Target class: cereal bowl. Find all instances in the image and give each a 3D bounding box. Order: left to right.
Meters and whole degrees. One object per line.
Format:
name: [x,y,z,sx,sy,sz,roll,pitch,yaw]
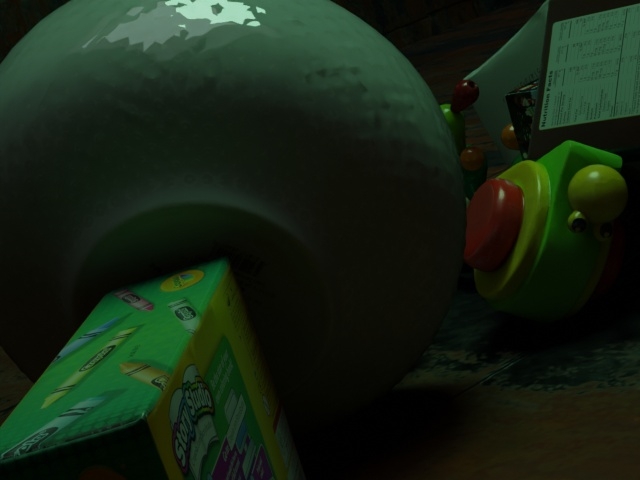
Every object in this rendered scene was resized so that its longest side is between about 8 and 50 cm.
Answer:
cereal bowl: [-0.072,0.009,0.931,0.339,0.339,0.141,-16,31,11]

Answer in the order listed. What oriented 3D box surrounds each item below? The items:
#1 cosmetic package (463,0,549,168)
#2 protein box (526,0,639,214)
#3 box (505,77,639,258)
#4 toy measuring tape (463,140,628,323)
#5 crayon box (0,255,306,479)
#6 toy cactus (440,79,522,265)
cosmetic package: [0.369,-0.197,1.477,0.385,0.156,0.217,-24,-7,-26]
protein box: [0.300,-0.102,1.096,0.199,0.136,0.201,20,-16,-38]
box: [0.261,-0.084,1.227,0.233,0.159,0.044,-27,16,-39]
toy measuring tape: [0.142,0.018,1.129,0.121,0.121,0.330,-23,-6,-23]
crayon box: [-0.073,0.125,0.734,0.081,0.165,0.278,-16,11,8]
toy cactus: [0.162,-0.052,1.281,0.219,0.112,0.180,17,-50,-35]
